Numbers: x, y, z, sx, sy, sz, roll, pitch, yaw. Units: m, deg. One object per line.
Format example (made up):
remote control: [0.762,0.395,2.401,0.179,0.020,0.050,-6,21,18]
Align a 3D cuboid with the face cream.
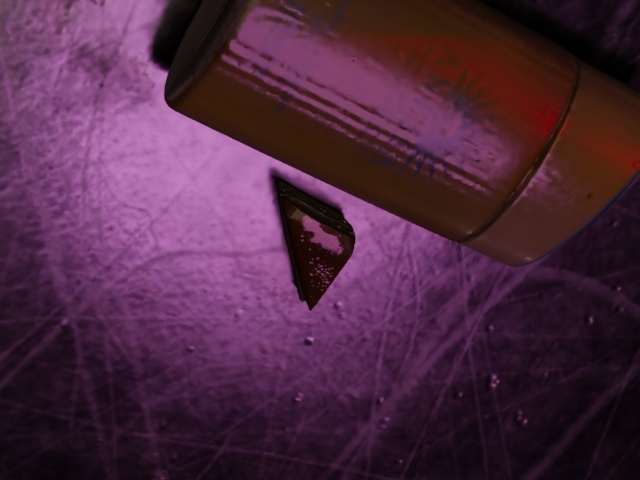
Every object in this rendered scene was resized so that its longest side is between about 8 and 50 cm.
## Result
face cream: [0.061,-0.081,1.039,0.285,0.067,0.139,24,111,-25]

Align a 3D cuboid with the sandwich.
sandwich: [0.000,0.000,1.087,0.044,0.031,0.083,-15,122,-2]
